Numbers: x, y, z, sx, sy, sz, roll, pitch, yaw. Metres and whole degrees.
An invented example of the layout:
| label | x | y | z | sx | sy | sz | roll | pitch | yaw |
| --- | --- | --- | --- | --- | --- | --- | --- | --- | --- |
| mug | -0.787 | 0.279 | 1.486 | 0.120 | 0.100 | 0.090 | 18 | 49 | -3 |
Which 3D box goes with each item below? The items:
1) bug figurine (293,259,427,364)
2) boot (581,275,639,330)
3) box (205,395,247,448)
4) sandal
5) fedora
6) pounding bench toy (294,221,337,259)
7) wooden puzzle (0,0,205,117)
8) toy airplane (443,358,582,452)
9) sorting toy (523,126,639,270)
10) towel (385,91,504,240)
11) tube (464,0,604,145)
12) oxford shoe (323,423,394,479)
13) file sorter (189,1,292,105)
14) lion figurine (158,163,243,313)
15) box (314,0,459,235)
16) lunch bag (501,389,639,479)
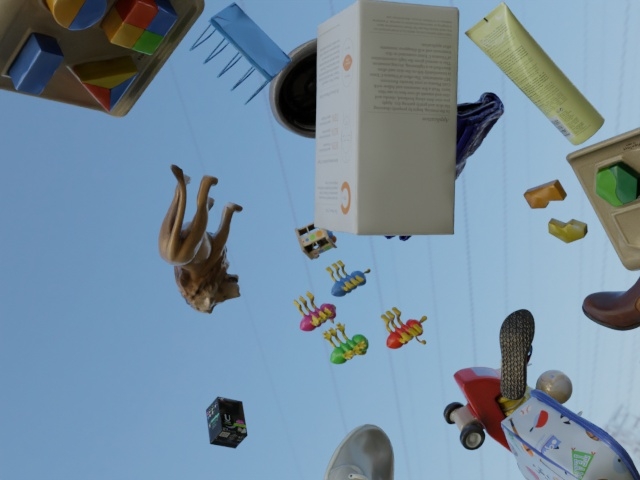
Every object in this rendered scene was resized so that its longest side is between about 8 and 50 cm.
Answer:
| label | x | y | z | sx | sy | sz | roll | pitch | yaw |
| --- | --- | --- | --- | --- | --- | --- | --- | --- | --- |
| bug figurine | 0.074 | 0.159 | 1.716 | 0.216 | 0.279 | 0.072 | -26 | -46 | -23 |
| boot | 0.638 | 0.063 | 1.669 | 0.096 | 0.264 | 0.280 | -51 | -47 | -32 |
| box | -0.189 | 0.365 | 1.683 | 0.062 | 0.083 | 0.052 | 20 | -54 | -30 |
| sandal | 0.386 | 0.223 | 1.650 | 0.040 | 0.067 | 0.179 | 9 | -92 | -60 |
| fedora | 0.005 | -0.381 | 2.041 | 0.243 | 0.124 | 0.275 | 39 | -70 | -22 |
| pounding bench toy | 0.000 | 0.000 | 1.617 | 0.065 | 0.052 | 0.083 | -25 | -29 | 10 |
| wooden puzzle | -0.411 | -0.351 | 1.464 | 0.347 | 0.081 | 0.322 | 11 | -47 | -47 |
| toy airplane | 0.518 | 0.438 | 2.009 | 0.272 | 0.386 | 0.384 | -51 | -27 | 6 |
| sorting toy | 0.468 | -0.050 | 1.270 | 0.229 | 0.307 | 0.041 | 56 | -132 | -12 |
| towel | 0.246 | -0.141 | 1.663 | 0.227 | 0.076 | 0.308 | -28 | -26 | -52 |
| tube | 0.325 | -0.247 | 1.252 | 0.070 | 0.240 | 0.062 | -44 | 8 | 17 |
| oxford shoe | 0.074 | 0.527 | 1.605 | 0.130 | 0.169 | 0.449 | -43 | 11 | 37 |
| file sorter | -0.170 | -0.384 | 1.742 | 0.104 | 0.170 | 0.118 | -39 | 11 | 34 |
| lion figurine | -0.261 | 0.007 | 1.707 | 0.392 | 0.142 | 0.240 | 46 | -118 | -69 |
| box | 0.099 | -0.184 | 1.341 | 0.168 | 0.215 | 0.346 | 0 | -86 | -17 |
| lunch bag | 0.442 | 0.398 | 1.382 | 0.115 | 0.243 | 0.303 | -44 | -59 | -12 |
